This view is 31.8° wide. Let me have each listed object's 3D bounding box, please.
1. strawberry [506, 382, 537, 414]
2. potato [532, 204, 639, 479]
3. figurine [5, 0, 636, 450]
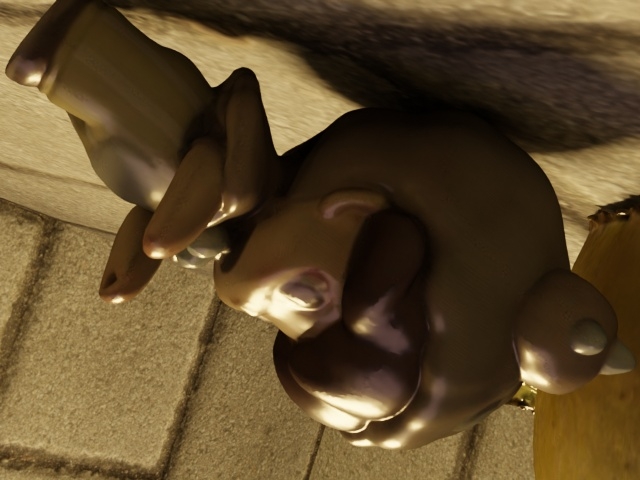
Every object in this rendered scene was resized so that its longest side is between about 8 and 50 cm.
[{"bbox_3d":[0.367,0.151,1.422,0.306,0.137,0.233,-8,-151,-34],"label":"strawberry"},{"bbox_3d":[0.335,0.171,0.758,0.385,0.319,0.442,20,176,-13],"label":"potato"},{"bbox_3d":[-0.008,-0.016,0.684,0.381,0.203,0.248,33,155,-13],"label":"figurine"}]
